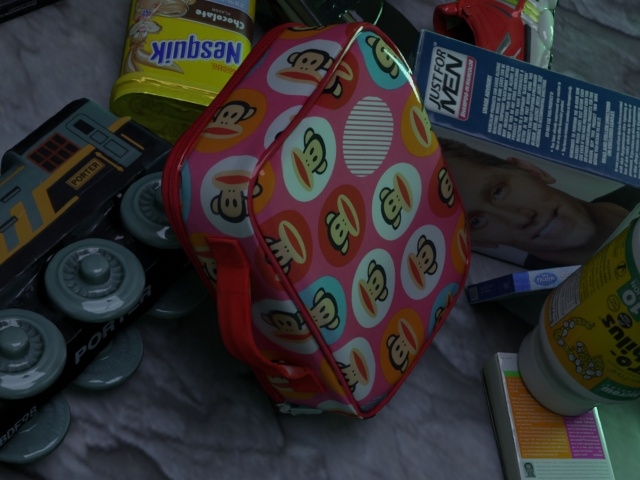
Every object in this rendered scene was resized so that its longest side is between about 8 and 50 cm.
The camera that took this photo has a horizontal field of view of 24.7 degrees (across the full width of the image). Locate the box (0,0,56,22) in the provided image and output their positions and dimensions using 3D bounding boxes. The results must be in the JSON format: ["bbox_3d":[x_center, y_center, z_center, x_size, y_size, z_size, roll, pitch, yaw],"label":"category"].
[{"bbox_3d":[-0.327,-0.249,1.353,0.162,0.029,0.116,-28,72,-29],"label":"box"}]

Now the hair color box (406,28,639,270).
[{"bbox_3d":[0.220,-0.054,1.327,0.347,0.174,0.105,17,57,-7],"label":"hair color box"}]

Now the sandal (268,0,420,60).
[{"bbox_3d":[-0.005,-0.230,1.419,0.120,0.086,0.302,-31,84,-34],"label":"sandal"}]

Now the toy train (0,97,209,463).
[{"bbox_3d":[-0.221,0.028,1.163,0.190,0.142,0.334,33,56,18],"label":"toy train"}]

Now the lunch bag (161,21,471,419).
[{"bbox_3d":[0.000,0.000,1.161,0.120,0.293,0.258,7,48,35],"label":"lunch bag"}]

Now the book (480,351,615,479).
[{"bbox_3d":[0.202,0.170,1.270,0.096,0.035,0.144,3,59,-21],"label":"book"}]

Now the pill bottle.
[{"bbox_3d":[0.255,0.065,1.210,0.118,0.208,0.117,15,55,-22],"label":"pill bottle"}]

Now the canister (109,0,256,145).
[{"bbox_3d":[-0.123,-0.173,1.348,0.126,0.073,0.169,11,55,-12],"label":"canister"}]

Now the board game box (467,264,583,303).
[{"bbox_3d":[0.192,0.039,1.311,0.090,0.090,0.020,-5,83,-22],"label":"board game box"}]

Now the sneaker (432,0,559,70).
[{"bbox_3d":[0.174,-0.230,1.464,0.118,0.107,0.279,12,56,-4],"label":"sneaker"}]
